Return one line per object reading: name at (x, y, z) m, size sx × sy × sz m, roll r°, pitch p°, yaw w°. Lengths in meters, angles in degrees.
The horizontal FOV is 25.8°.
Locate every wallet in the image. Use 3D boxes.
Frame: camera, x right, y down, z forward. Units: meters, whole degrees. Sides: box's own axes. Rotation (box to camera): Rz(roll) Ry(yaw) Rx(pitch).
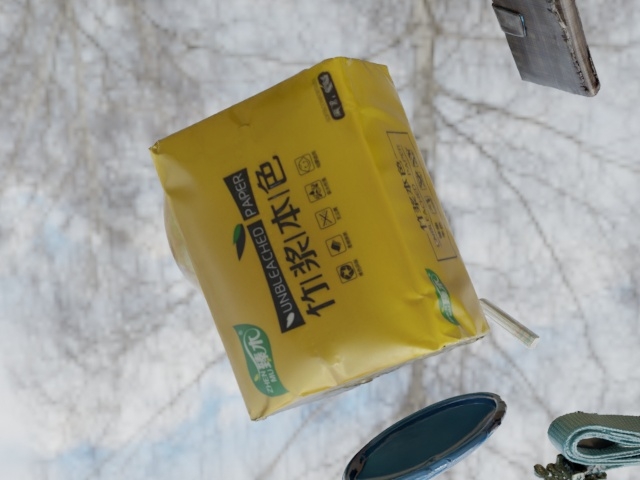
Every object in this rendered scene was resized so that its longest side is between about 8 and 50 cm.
wallet at (0.276, -0.280, 1.759) m, size 0.124 × 0.230 × 0.042 m, roll 22°, pitch -116°, yaw 40°

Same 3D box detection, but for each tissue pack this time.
tissue pack at (0.000, 0.000, 1.756) m, size 0.293 × 0.382 × 0.228 m, roll -23°, pitch 174°, yaw 23°
tissue pack at (0.287, 0.127, 2.153) m, size 0.108 × 0.023 × 0.056 m, roll 36°, pitch -172°, yaw 15°

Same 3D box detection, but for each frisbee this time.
frisbee at (0.141, 0.277, 1.846) m, size 0.242 × 0.045 × 0.242 m, roll -27°, pitch -172°, yaw 4°

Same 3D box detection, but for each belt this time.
belt at (0.368, 0.268, 1.774) m, size 0.179 × 0.100 × 0.065 m, roll 3°, pitch -158°, yaw -21°

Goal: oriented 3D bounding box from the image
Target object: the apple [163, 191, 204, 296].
apple at (-0.071, -0.043, 2.202) m, size 0.340 × 0.339 × 0.339 m, roll 0°, pitch -163°, yaw 0°
